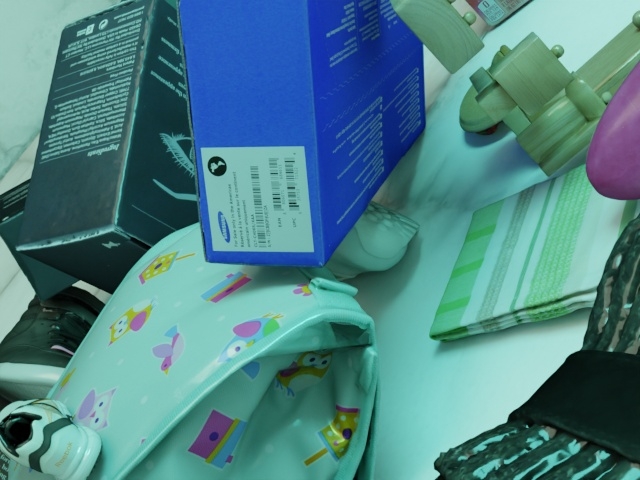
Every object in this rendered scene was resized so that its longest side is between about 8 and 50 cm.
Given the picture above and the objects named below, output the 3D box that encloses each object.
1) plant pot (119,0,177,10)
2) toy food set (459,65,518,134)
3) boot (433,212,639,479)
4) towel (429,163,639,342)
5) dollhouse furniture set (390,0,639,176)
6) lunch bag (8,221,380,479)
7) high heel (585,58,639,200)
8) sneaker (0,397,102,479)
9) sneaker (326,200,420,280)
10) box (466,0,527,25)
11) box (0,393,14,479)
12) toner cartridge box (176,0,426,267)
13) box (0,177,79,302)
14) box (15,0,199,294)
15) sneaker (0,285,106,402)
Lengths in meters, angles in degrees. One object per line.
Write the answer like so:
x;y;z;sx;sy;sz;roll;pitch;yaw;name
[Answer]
-0.172;-0.347;1.513;0.234;0.165;0.166;-33;27;16;plant pot
0.140;-0.113;0.756;0.083;0.020;0.082;-47;23;7;toy food set
0.073;0.101;0.398;0.348;0.131;0.260;6;65;51;boot
0.136;0.005;0.588;0.152;0.023;0.113;-23;32;50;towel
0.136;-0.140;0.613;0.123;0.151;0.144;-41;16;15;dollhouse furniture set
-0.075;0.113;0.623;0.262;0.160;0.223;-54;22;4;lunch bag
0.239;-0.086;0.461;0.244;0.082;0.117;-31;16;10;high heel
-0.160;0.103;0.547;0.109;0.043;0.040;0;62;54;sneaker
0.000;0.000;0.777;0.095;0.090;0.235;-64;20;1;sneaker
0.203;-0.320;0.827;0.257;0.122;0.128;-34;28;32;box
-0.403;0.254;0.980;0.168;0.167;0.203;-34;27;32;box
0.008;-0.118;0.675;0.075;0.165;0.348;3;19;15;toner cartridge box
-0.235;-0.054;1.131;0.261;0.103;0.184;-31;17;-13;box
-0.137;-0.064;0.804;0.108;0.153;0.207;-10;62;32;box
-0.274;0.109;1.051;0.295;0.104;0.147;-11;45;58;sneaker
